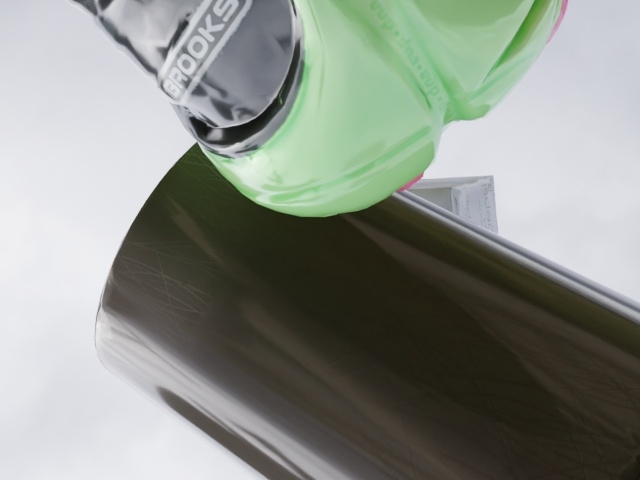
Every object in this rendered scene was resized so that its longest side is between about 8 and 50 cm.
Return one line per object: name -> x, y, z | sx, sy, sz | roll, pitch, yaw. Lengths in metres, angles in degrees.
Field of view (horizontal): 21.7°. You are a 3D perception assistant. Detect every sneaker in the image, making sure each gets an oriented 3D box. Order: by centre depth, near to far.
sneaker -> -0.081, -0.191, 0.650 | 0.185, 0.202, 0.483 | -43, -141, -6

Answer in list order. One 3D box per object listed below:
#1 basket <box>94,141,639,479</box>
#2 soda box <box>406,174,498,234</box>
basket -> 0.034, 0.056, 0.690 | 0.227, 0.154, 0.204 | 30, -168, 19
soda box -> 0.000, 0.000, 1.050 | 0.216, 0.069, 0.074 | -3, -173, 27
